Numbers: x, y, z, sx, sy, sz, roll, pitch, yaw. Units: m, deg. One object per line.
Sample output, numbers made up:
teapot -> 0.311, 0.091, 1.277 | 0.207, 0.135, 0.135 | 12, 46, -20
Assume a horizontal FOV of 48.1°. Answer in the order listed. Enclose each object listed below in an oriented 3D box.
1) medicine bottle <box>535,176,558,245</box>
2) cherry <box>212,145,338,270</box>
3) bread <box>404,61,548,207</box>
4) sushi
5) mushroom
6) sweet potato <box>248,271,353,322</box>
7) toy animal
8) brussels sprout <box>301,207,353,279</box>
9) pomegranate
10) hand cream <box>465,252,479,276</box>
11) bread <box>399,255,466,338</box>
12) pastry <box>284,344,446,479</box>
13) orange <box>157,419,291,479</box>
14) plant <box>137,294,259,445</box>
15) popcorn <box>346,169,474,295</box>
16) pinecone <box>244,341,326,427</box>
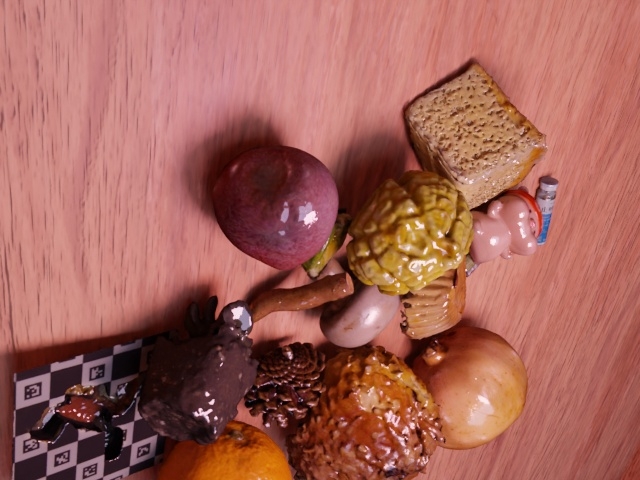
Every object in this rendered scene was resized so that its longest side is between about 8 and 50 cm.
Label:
medicine bottle -> 0.593, -0.077, 1.916 | 0.051, 0.051, 0.191 | -19, 129, -24
cherry -> -0.079, -0.063, 1.355 | 0.239, 0.206, 0.239 | -4, 159, -2
bread -> 0.328, -0.212, 1.629 | 0.248, 0.279, 0.315 | -33, 176, -10
sushi -> -0.468, 0.356, 1.463 | 0.343, 0.064, 0.359 | -12, 122, -42
mushroom -> 0.065, 0.126, 1.617 | 0.207, 0.207, 0.215 | -43, 101, -2
sweet potato -> -0.065, 0.126, 1.542 | 0.281, 0.059, 0.067 | -15, 153, 15
toy animal -> 0.454, -0.033, 1.770 | 0.197, 0.171, 0.171 | -25, 132, -6
brussels sprout -> -0.003, -0.001, 1.505 | 0.100, 0.139, 0.181 | 31, 129, -3
pomegranate -> 0.377, 0.382, 1.923 | 0.338, 0.338, 0.338 | -18, 129, -24
hand cream -> 0.429, 0.009, 1.870 | 0.235, 0.055, 0.086 | -45, 136, -11
bread -> 0.265, 0.103, 1.689 | 0.274, 0.149, 0.274 | 9, 90, -70
pastry -> 0.120, 0.464, 1.766 | 0.405, 0.337, 0.292 | -62, 171, 13
orange -> -0.216, 0.560, 1.620 | 0.312, 0.312, 0.312 | -18, 129, -24
plant -> -0.240, 0.255, 1.442 | 0.199, 0.188, 0.276 | 69, 35, -44
popcorn -> 0.181, -0.017, 1.475 | 0.258, 0.224, 0.270 | -40, -174, 43
pinecone -> -0.089, 0.334, 1.648 | 0.185, 0.169, 0.212 | -1, 145, -28
